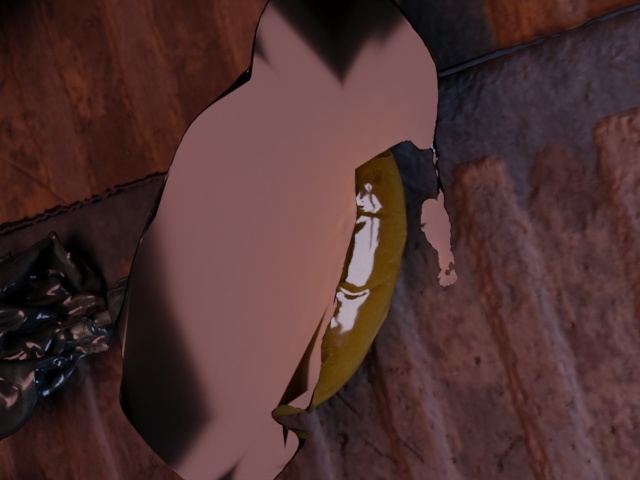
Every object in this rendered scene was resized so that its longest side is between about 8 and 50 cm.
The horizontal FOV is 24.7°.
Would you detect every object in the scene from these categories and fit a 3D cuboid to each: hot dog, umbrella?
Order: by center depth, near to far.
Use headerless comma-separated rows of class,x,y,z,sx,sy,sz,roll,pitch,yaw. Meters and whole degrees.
hot dog,-0.006,-0.002,0.942,0.194,0.107,0.326,39,107,11
umbrella,-0.266,0.084,1.121,0.349,0.094,0.143,-14,93,30
